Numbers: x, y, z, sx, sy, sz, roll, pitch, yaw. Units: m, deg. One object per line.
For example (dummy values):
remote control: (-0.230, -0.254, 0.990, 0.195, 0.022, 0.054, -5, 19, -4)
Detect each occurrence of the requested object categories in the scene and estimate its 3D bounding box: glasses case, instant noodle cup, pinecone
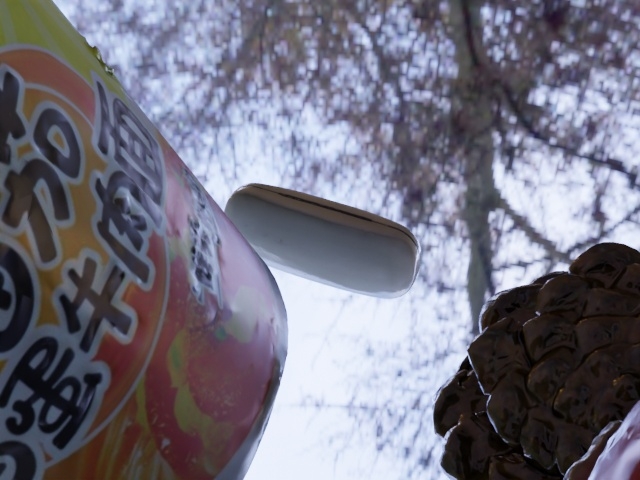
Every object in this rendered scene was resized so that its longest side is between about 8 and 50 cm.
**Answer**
glasses case: (0.000, 0.000, 0.577, 0.083, 0.032, 0.021, 17, -149, 14)
instant noodle cup: (-0.146, 0.019, 0.450, 0.264, 0.200, 0.264, -31, -146, 24)
pinecone: (0.191, 0.135, 0.819, 0.244, 0.257, 0.243, -17, -131, 21)

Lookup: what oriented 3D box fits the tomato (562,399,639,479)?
tomato: (0.186, 0.070, 0.295, 0.309, 0.170, 0.309, -15, -159, 6)
